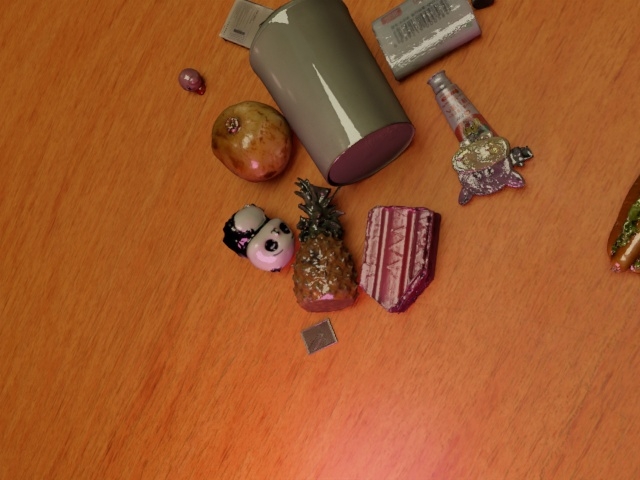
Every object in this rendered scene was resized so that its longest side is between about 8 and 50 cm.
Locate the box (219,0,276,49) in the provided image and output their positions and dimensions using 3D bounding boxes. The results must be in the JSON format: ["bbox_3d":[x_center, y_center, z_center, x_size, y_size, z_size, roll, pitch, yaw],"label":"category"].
[{"bbox_3d":[-0.170,-0.601,1.613,0.247,0.033,0.129,30,95,25],"label":"box"}]

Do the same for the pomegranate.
[{"bbox_3d":[-0.184,-0.258,1.478,0.215,0.215,0.216,-3,82,24],"label":"pomegranate"}]

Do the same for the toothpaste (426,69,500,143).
[{"bbox_3d":[0.336,-0.294,1.336,0.089,0.057,0.234,-34,81,18],"label":"toothpaste"}]

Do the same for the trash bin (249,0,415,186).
[{"bbox_3d":[0.018,-0.375,1.369,0.280,0.280,0.432,-34,74,17],"label":"trash bin"}]

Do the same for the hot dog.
[{"bbox_3d":[0.682,-0.076,1.116,0.135,0.100,0.338,31,96,24],"label":"hot dog"}]

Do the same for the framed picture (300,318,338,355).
[{"bbox_3d":[-0.004,0.246,1.439,0.089,0.006,0.066,-29,73,19],"label":"framed picture"}]

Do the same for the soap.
[{"bbox_3d":[0.183,0.046,1.330,0.162,0.099,0.250,7,86,25],"label":"soap"}]

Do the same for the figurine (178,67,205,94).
[{"bbox_3d":[-0.388,-0.477,1.675,0.083,0.071,0.067,17,90,27],"label":"figurine"}]

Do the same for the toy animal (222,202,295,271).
[{"bbox_3d":[-0.145,-0.009,1.466,0.179,0.138,0.166,30,53,17],"label":"toy animal"}]

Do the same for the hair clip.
[{"bbox_3d":[0.387,-0.174,1.285,0.186,0.056,0.146,-17,83,19],"label":"hair clip"}]

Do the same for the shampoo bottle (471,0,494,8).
[{"bbox_3d":[0.378,-0.666,1.359,0.063,0.057,0.208,-10,77,31],"label":"shampoo bottle"}]

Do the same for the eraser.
[{"bbox_3d":[0.255,-0.520,1.383,0.226,0.081,0.174,-26,77,19],"label":"eraser"}]

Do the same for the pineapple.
[{"bbox_3d":[0.000,0.000,1.401,0.169,0.169,0.341,-15,71,22],"label":"pineapple"}]
